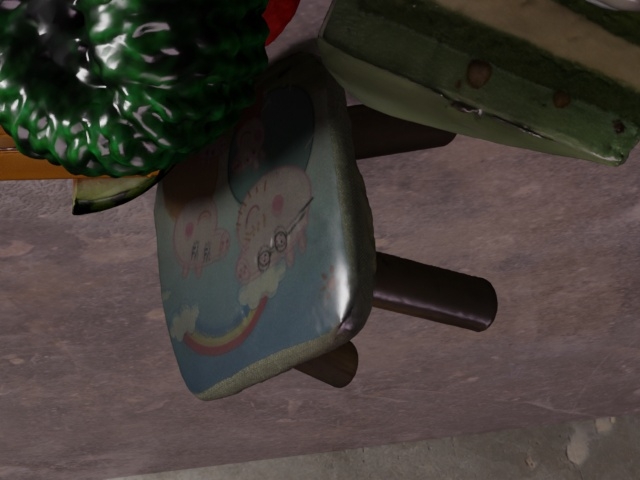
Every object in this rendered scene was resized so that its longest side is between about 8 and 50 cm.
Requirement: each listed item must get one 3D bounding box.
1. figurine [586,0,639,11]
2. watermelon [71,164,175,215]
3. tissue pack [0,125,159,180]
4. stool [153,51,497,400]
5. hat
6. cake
[{"bbox_3d":[0.265,-0.317,1.122,0.248,0.203,0.380,-13,150,-34],"label":"figurine"},{"bbox_3d":[-0.201,-0.082,1.581,0.193,0.145,0.137,-23,150,31],"label":"watermelon"},{"bbox_3d":[-0.273,-0.147,1.390,0.275,0.145,0.194,-3,156,-16],"label":"tissue pack"},{"bbox_3d":[0.000,0.000,1.642,0.226,0.310,0.310,9,155,-39],"label":"stool"},{"bbox_3d":[-0.138,-0.199,1.233,0.242,0.274,0.332,-7,-170,26],"label":"hat"},{"bbox_3d":[0.153,-0.161,1.349,0.284,0.158,0.172,25,172,4],"label":"cake"}]
